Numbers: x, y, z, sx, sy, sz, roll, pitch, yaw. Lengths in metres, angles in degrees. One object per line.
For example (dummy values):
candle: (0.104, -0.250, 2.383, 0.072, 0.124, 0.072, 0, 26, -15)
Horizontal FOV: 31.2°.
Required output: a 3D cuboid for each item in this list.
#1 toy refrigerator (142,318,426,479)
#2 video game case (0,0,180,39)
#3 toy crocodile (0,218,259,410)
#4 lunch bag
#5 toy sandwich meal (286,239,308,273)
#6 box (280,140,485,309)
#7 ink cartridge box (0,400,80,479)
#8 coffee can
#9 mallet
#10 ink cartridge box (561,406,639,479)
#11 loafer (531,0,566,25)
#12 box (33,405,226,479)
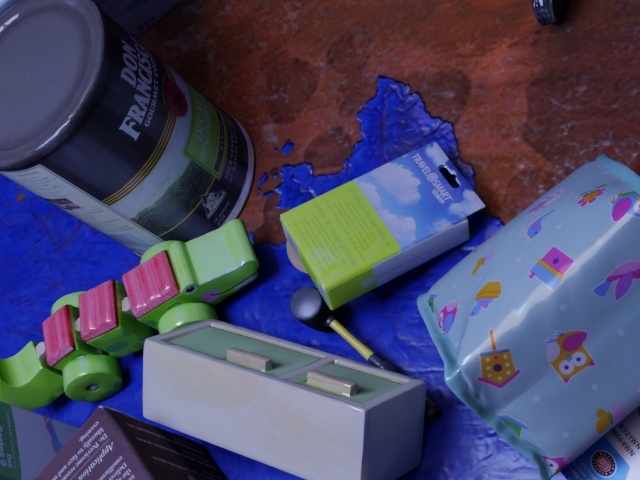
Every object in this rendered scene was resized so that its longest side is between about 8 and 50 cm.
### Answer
toy refrigerator: (-0.040, 0.149, 1.096, 0.270, 0.102, 0.094, 13, 107, 36)
video game case: (-0.308, -0.254, 1.350, 0.300, 0.329, 0.036, -39, 81, 11)
toy crocodile: (-0.216, 0.082, 1.256, 0.341, 0.105, 0.115, -29, 56, 17)
lunch bag: (0.205, 0.043, 0.965, 0.223, 0.160, 0.262, -43, 11, 10)
toy sandwich meal: (0.000, 0.000, 1.209, 0.086, 0.029, 0.085, -10, 66, 24)
box: (0.062, -0.018, 1.138, 0.178, 0.042, 0.109, -26, 54, -8)
ink cartridge box: (-0.331, 0.251, 1.182, 0.154, 0.212, 0.093, -30, 59, 16)
coffee can: (-0.229, -0.116, 1.249, 0.202, 0.275, 0.201, -13, 62, 26)
mallet: (0.041, 0.107, 1.109, 0.039, 0.062, 0.190, -51, 52, 2)
ink cartridge box: (0.312, 0.168, 0.895, 0.203, 0.086, 0.148, -44, 52, 8)
loafer: (0.255, -0.297, 1.168, 0.061, 0.062, 0.170, 6, 73, 29)
box: (-0.166, 0.297, 1.084, 0.168, 0.167, 0.203, -47, 52, 4)
